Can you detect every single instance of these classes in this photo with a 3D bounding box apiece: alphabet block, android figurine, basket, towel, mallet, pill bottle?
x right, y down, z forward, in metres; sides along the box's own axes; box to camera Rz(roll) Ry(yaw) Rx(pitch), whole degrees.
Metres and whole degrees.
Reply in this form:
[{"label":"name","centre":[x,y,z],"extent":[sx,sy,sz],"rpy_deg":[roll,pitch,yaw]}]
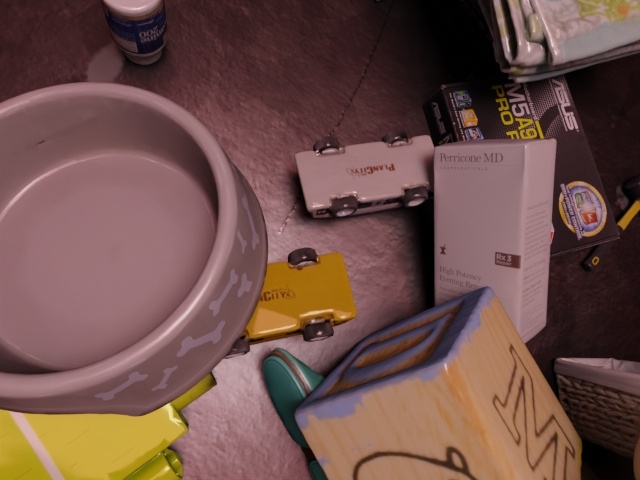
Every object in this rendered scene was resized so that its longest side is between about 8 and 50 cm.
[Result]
[{"label":"alphabet block","centre":[0.126,0.193,0.481],"extent":[0.193,0.192,0.197],"rpy_deg":[-27,86,-55]},{"label":"android figurine","centre":[-0.256,0.181,0.487],"extent":[0.272,0.056,0.248],"rpy_deg":[-35,90,-18]},{"label":"basket","centre":[0.402,0.213,0.596],"extent":[0.113,0.167,0.103],"rpy_deg":[4,83,-14]},{"label":"towel","centre":[0.333,-0.382,0.574],"extent":[0.374,0.090,0.321],"rpy_deg":[-19,86,-16]},{"label":"mallet","centre":[0.463,-0.031,0.726],"extent":[0.189,0.039,0.062],"rpy_deg":[-38,92,-14]},{"label":"pill bottle","centre":[-0.215,-0.260,0.547],"extent":[0.066,0.120,0.067],"rpy_deg":[3,79,-14]}]

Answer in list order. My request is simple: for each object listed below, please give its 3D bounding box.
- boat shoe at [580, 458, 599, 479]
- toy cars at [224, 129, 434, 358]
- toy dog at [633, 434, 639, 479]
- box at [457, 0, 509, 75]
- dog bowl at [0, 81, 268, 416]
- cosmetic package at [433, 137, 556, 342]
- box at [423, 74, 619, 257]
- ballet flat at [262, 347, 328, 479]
[{"label":"boat shoe","centre":[0.307,0.313,0.609],"extent":[0.233,0.084,0.079],"rpy_deg":[39,111,-12]},{"label":"toy cars","centre":[0.000,0.000,0.575],"extent":[0.176,0.087,0.394],"rpy_deg":[36,68,7]},{"label":"toy dog","centre":[0.367,0.247,0.351],"extent":[0.407,0.284,0.396],"rpy_deg":[-17,118,-29]},{"label":"box","centre":[0.303,-0.357,0.685],"extent":[0.077,0.147,0.180],"rpy_deg":[-34,89,-17]},{"label":"dog bowl","centre":[-0.229,-0.003,0.455],"extent":[0.347,0.102,0.349],"rpy_deg":[1,66,-2]},{"label":"cosmetic package","centre":[0.204,-0.002,0.561],"extent":[0.085,0.117,0.231],"rpy_deg":[-17,108,-40]},{"label":"box","centre":[0.291,-0.104,0.680],"extent":[0.216,0.060,0.271],"rpy_deg":[-12,83,-16]},{"label":"ballet flat","centre":[0.014,0.229,0.546],"extent":[0.087,0.083,0.248],"rpy_deg":[-21,85,-41]}]
